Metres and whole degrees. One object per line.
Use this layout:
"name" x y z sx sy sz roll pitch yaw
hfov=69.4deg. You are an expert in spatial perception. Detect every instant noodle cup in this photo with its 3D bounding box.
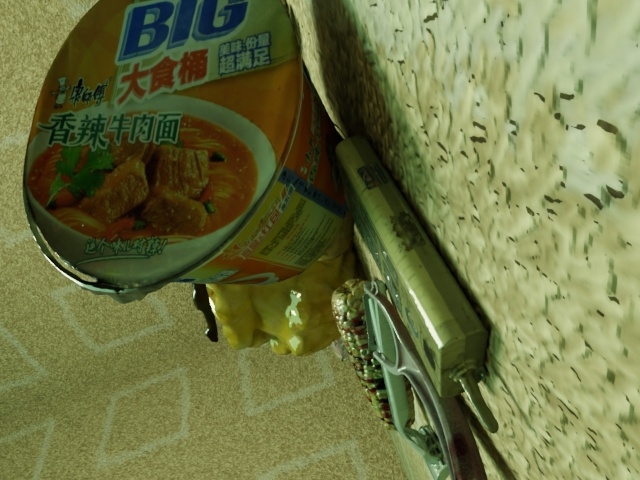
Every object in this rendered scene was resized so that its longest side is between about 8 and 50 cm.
"instant noodle cup" -0.104 -0.082 0.469 0.214 0.296 0.297 27 -140 -64

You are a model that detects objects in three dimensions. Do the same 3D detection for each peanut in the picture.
"peanut" -0.006 -0.042 0.672 0.141 0.109 0.159 -59 -33 -56

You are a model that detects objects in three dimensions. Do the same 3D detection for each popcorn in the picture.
"popcorn" -0.101 0.066 0.885 0.381 0.348 0.350 -8 -105 -54

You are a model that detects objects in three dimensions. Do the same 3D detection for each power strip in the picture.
"power strip" 0.070 0.022 0.369 0.092 0.034 0.268 73 176 -49

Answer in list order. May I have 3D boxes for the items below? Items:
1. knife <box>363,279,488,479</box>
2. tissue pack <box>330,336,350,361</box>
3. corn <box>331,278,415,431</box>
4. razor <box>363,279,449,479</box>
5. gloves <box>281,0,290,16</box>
"knife" 0.102 0.144 0.467 0.278 0.053 0.124 -117 12 -66
"tissue pack" 0.043 0.175 1.269 0.257 0.122 0.215 -116 8 -60
"corn" 0.089 0.182 0.734 0.086 0.086 0.254 -125 13 -81
"razor" 0.109 0.191 0.655 0.111 0.056 0.278 -118 8 -84
"gloves" -0.087 -0.280 0.686 0.212 0.110 0.128 -89 -15 -75
